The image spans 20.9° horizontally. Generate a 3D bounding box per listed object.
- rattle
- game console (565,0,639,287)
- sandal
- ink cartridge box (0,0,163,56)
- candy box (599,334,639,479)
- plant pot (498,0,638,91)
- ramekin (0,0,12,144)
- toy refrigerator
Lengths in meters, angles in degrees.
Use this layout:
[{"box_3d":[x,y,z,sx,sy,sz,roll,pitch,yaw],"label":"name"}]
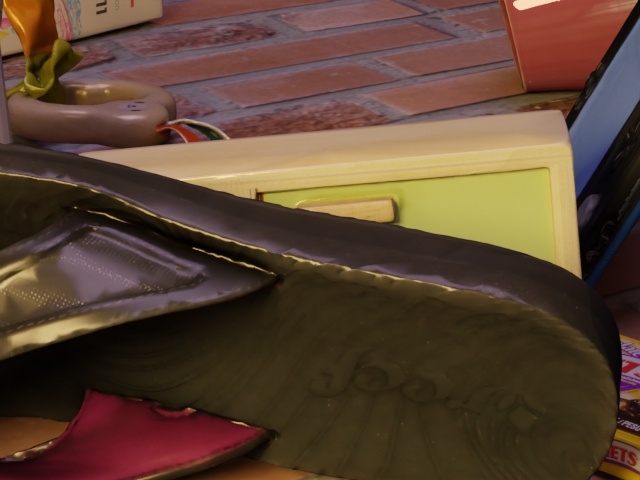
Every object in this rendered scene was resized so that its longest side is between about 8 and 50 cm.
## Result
[{"box_3d":[-0.142,-0.129,1.256,0.130,0.142,0.200,8,5,-43],"label":"rattle"},{"box_3d":[0.110,-0.077,1.094,0.173,0.250,0.293,28,23,-4],"label":"game console"},{"box_3d":[-0.092,0.051,0.779,0.446,0.167,0.107,6,40,13],"label":"sandal"},{"box_3d":[-0.256,-0.286,1.545,0.119,0.207,0.353,17,27,38],"label":"ink cartridge box"},{"box_3d":[0.138,0.077,0.882,0.206,0.027,0.105,18,25,38],"label":"candy box"},{"box_3d":[0.236,-0.203,1.399,0.180,0.201,0.201,-14,21,5],"label":"plant pot"},{"box_3d":[-0.295,-0.062,0.918,0.277,0.135,0.277,-13,-17,-4],"label":"ramekin"},{"box_3d":[0.000,0.000,0.920,0.270,0.102,0.094,-4,16,6],"label":"toy refrigerator"}]
